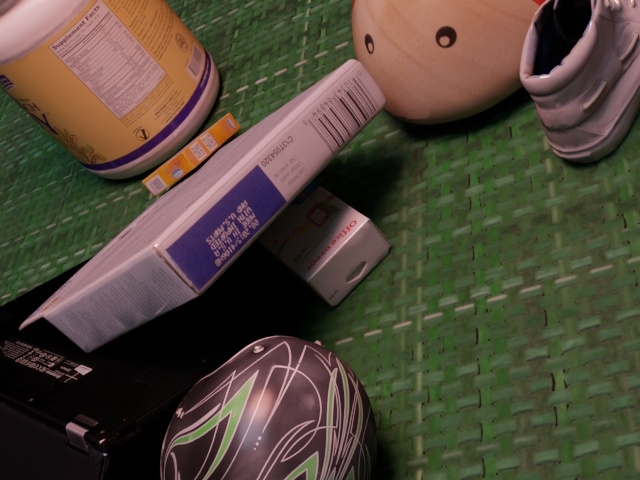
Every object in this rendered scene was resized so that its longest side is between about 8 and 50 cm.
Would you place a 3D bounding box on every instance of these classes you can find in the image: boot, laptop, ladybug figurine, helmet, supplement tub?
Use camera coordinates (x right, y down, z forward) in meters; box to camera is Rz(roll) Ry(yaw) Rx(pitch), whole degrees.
[{"bbox_3d":[0.270,-0.206,0.878,0.095,0.123,0.258,7,59,42],"label":"boot"},{"bbox_3d":[-0.257,0.225,0.999,0.381,0.237,0.408,10,33,43],"label":"laptop"},{"bbox_3d":[0.173,-0.333,1.043,0.305,0.162,0.450,-1,54,39],"label":"ladybug figurine"},{"bbox_3d":[-0.034,0.167,0.758,0.161,0.169,0.169,-36,37,32],"label":"helmet"},{"bbox_3d":[-0.317,-0.266,1.246,0.241,0.331,0.241,-22,43,22],"label":"supplement tub"}]

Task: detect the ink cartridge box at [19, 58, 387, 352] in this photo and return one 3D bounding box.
[{"bbox_3d":[-0.124,-0.023,0.976,0.330,0.071,0.324,-27,17,51],"label":"ink cartridge box"}]

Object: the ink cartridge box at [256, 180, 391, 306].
[{"bbox_3d":[0.000,0.000,0.967,0.088,0.052,0.122,-46,41,-6],"label":"ink cartridge box"}]

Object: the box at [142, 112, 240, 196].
[{"bbox_3d":[-0.154,-0.110,1.167,0.081,0.028,0.136,-30,11,37],"label":"box"}]
